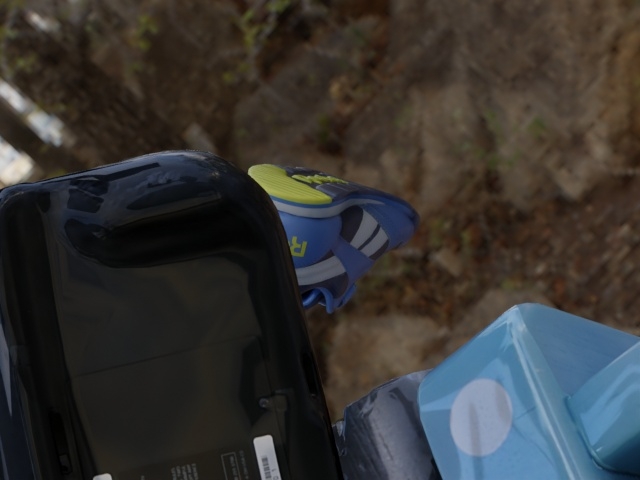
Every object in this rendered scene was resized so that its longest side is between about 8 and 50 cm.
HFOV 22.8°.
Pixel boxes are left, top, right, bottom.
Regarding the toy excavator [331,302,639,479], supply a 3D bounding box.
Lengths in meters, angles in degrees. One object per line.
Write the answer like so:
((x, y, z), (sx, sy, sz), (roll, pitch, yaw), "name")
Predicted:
((0.176, 0.061, 0.503), (0.433, 0.222, 0.445), (19, -52, -43), "toy excavator")

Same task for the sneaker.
((0.000, 0.000, 0.710), (0.144, 0.053, 0.059), (1, -75, -65), "sneaker")

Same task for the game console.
((-0.012, 0.151, 0.411), (0.213, 0.361, 0.044), (-12, -9, -7), "game console")
